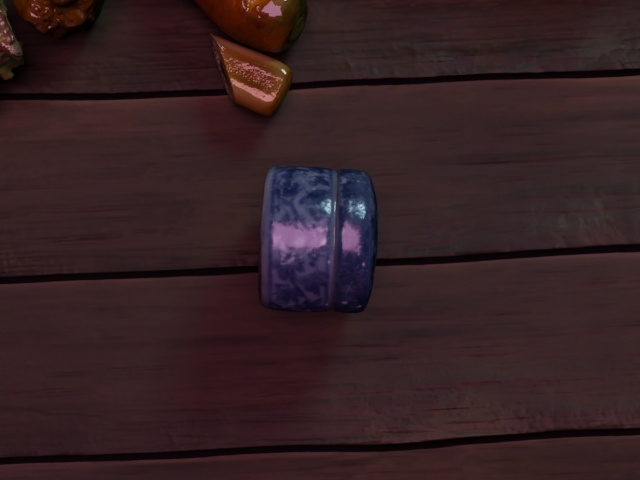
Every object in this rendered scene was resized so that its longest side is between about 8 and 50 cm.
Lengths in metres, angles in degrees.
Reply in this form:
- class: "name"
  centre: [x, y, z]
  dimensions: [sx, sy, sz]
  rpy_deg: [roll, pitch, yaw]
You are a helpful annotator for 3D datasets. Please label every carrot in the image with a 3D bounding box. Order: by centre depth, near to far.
- class: "carrot"
  centre: [-0.104, -0.274, 0.795]
  dimensions: [0.193, 0.087, 0.087]
  rpy_deg: [35, 87, 6]

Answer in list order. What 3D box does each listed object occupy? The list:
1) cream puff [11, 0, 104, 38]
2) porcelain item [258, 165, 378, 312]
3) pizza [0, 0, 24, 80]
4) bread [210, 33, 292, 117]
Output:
- class: "cream puff"
  centre: [-0.273, -0.274, 0.782]
  dimensions: [0.094, 0.122, 0.116]
  rpy_deg: [15, 48, -8]
- class: "porcelain item"
  centre: [0.000, 0.000, 0.751]
  dimensions: [0.114, 0.147, 0.147]
  rpy_deg: [4, 88, 0]
- class: "pizza"
  centre: [-0.421, -0.198, 0.782]
  dimensions: [0.223, 0.089, 0.323]
  rpy_deg: [37, 89, 7]
- class: "bread"
  centre: [-0.084, -0.175, 0.805]
  dimensions: [0.103, 0.049, 0.062]
  rpy_deg: [22, 83, 2]
